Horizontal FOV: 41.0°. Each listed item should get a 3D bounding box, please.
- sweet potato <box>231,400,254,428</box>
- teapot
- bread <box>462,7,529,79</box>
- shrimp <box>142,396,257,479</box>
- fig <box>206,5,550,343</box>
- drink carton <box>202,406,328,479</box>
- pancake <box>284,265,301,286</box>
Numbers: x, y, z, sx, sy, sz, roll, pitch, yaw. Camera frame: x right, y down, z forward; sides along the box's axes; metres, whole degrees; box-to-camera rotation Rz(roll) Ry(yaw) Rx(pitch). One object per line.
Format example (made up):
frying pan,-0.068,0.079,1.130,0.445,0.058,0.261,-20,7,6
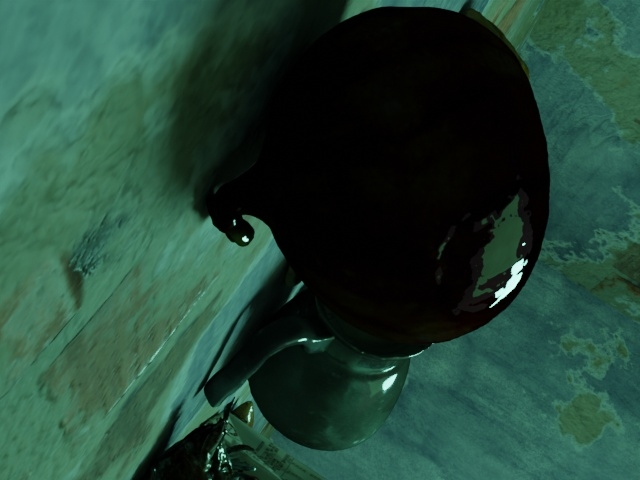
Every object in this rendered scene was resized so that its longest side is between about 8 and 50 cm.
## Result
sweet potato,-0.172,0.375,1.545,0.218,0.051,0.065,-60,174,25
teapot,0.005,0.124,1.159,0.285,0.305,0.223,122,-26,-44
bread,0.224,-0.226,1.256,0.143,0.139,0.229,-49,172,2
shrimp,-0.184,0.370,1.107,0.410,0.166,0.221,-47,-179,29
fig,0.051,-0.043,0.602,0.214,0.235,0.235,3,130,-37
drink carton,-0.083,0.436,1.318,0.194,0.324,0.132,-58,172,5
pancake,-0.001,-0.001,1.148,0.152,0.025,0.151,-56,172,-13
